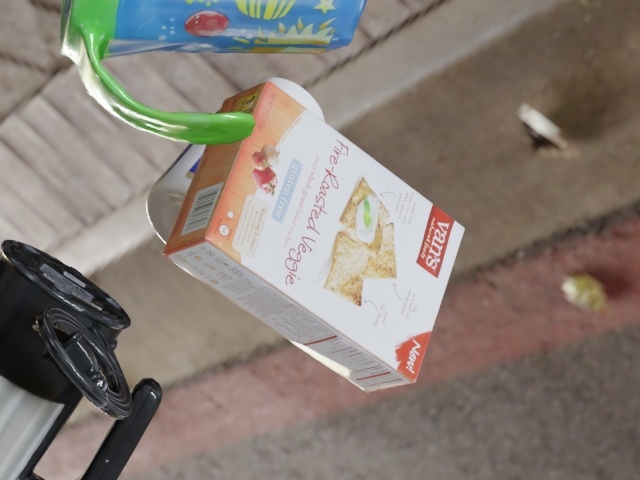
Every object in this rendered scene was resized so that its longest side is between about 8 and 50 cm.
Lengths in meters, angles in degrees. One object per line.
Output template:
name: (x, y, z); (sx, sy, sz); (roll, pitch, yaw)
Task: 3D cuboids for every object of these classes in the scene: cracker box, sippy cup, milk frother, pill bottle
cracker box: (0.000, 0.000, 1.577); (0.232, 0.155, 0.067); (35, 148, -28)
sippy cup: (-0.075, -0.240, 1.485); (0.224, 0.305, 0.240); (8, -163, -10)
milk frother: (-0.164, 0.087, 1.031); (0.129, 0.135, 0.143); (35, -174, 12)
pill bottle: (-0.076, -0.071, 1.884); (0.112, 0.186, 0.112); (24, 143, 19)
